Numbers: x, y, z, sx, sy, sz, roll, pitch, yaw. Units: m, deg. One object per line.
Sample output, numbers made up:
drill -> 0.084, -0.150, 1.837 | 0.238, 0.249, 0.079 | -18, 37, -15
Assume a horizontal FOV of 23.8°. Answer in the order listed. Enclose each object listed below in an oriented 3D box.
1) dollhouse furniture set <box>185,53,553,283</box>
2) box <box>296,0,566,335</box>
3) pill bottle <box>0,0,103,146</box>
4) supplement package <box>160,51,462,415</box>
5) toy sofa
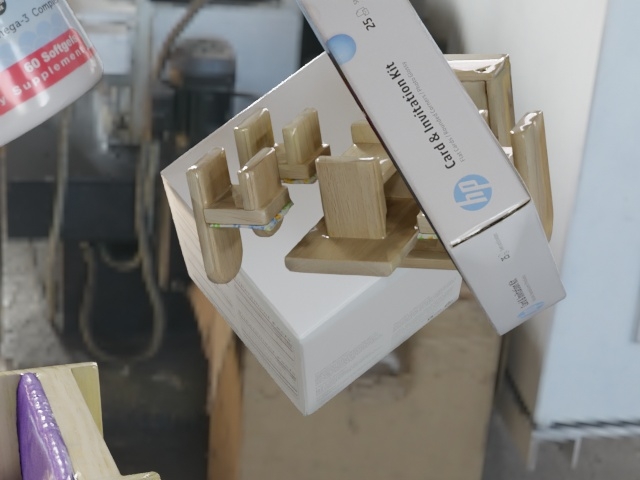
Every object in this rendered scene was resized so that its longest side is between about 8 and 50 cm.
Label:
dollhouse furniture set -> 0.060, -0.015, 1.065 | 0.212, 0.161, 0.242 | 3, 26, 24
box -> 0.032, -0.061, 0.614 | 0.038, 0.145, 0.186 | -32, 70, 3
pill bottle -> -0.171, -0.121, 0.673 | 0.087, 0.160, 0.087 | -28, 16, 9
supplement package -> 0.000, 0.000, 1.404 | 0.199, 0.262, 0.198 | -37, 73, -12
toy sofa -> -0.246, 0.225, 1.295 | 0.177, 0.150, 0.362 | -6, 13, -15
